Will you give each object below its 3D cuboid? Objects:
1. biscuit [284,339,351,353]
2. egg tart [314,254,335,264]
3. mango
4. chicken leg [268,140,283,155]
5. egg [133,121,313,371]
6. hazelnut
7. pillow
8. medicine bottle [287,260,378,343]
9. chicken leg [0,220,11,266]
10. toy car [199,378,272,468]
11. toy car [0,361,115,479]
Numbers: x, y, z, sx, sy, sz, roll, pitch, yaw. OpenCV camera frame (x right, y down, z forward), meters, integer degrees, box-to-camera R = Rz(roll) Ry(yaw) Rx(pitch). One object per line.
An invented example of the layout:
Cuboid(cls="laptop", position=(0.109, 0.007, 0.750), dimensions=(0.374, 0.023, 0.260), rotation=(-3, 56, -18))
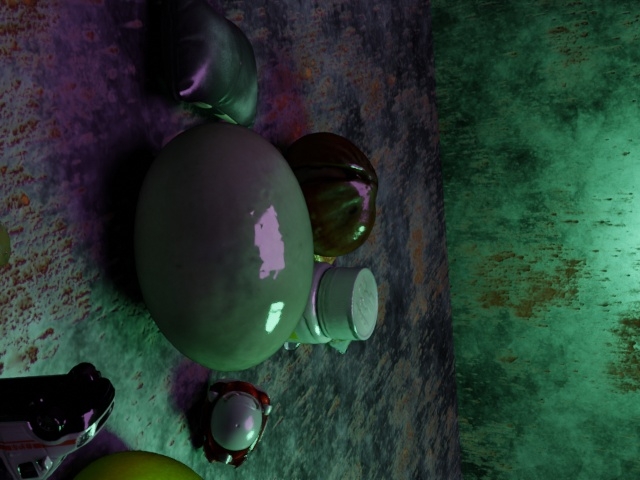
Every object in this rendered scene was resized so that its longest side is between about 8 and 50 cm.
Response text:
Cuboid(cls="biscuit", position=(0.008, 0.156, 1.616), dimensions=(0.309, 0.079, 0.186), rotation=(19, 74, -67))
Cuboid(cls="egg tart", position=(0.000, 0.000, 1.630), dimensions=(0.130, 0.052, 0.131), rotation=(0, 90, -66))
Cuboid(cls="mango", position=(-0.227, 0.379, 0.987), dimensions=(0.293, 0.142, 0.175), rotation=(51, 50, -42))
Cuboid(cls="chicken leg", position=(-0.097, -0.075, 1.284), dimensions=(0.177, 0.083, 0.323), rotation=(24, 39, -48))
Cuboid(cls="egg", position=(-0.135, 0.010, 1.046), dimensions=(0.258, 0.258, 0.352), rotation=(-34, 122, -63))
Cuboid(cls="hazelnut", position=(0.024, -0.092, 1.486), dimensions=(0.217, 0.217, 0.252), rotation=(-5, 91, -67))
Cuboid(cls="pillow", position=(-0.167, -0.281, 1.165), dimensions=(0.250, 0.106, 0.186), rotation=(11, 72, -69))
Cuboid(cls="medicine bottle", position=(-0.041, 0.105, 1.267), dimensions=(0.143, 0.258, 0.144), rotation=(0, 90, -67))
Cuboid(cls="chicken leg", position=(-0.377, -0.033, 0.716), dimensions=(0.198, 0.069, 0.085), rotation=(59, 36, -40))
Cuboid(cls="toy car", position=(-0.139, 0.298, 1.191), dimensions=(0.112, 0.112, 0.139), rotation=(148, -44, -77))
Cuboid(cls="toy car", position=(-0.295, 0.190, 0.724), dimensions=(0.089, 0.209, 0.108), rotation=(-65, 147, -67))
